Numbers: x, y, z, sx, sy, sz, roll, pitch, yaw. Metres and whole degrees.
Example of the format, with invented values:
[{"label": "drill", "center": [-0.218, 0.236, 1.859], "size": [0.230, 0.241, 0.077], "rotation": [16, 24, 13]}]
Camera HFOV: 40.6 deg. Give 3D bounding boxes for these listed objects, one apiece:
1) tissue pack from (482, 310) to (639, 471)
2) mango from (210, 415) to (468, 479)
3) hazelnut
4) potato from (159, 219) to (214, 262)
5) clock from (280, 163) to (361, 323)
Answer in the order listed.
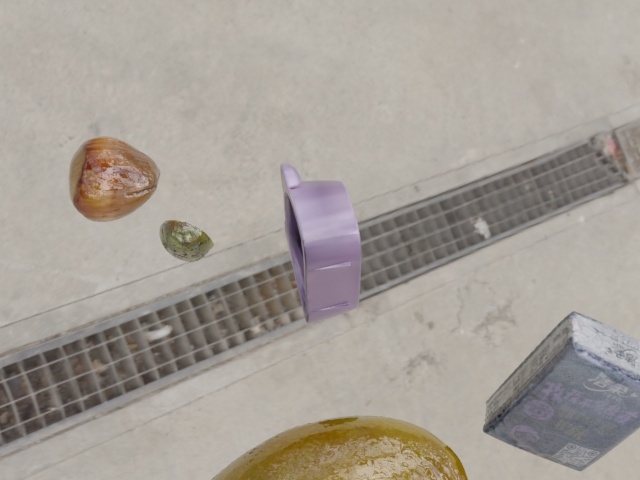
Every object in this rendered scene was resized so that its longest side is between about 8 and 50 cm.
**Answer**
[{"label": "tissue pack", "center": [0.233, 0.142, 0.779], "size": [0.112, 0.156, 0.051], "rotation": [23, 45, -6]}, {"label": "mango", "center": [-0.011, 0.191, 0.548], "size": [0.227, 0.099, 0.136], "rotation": [-24, 90, -7]}, {"label": "hazelnut", "center": [-0.340, -0.096, 1.419], "size": [0.150, 0.150, 0.150], "rotation": [10, 70, -31]}, {"label": "potato", "center": [-0.294, 0.011, 1.843], "size": [0.119, 0.198, 0.054], "rotation": [22, 72, -16]}, {"label": "clock", "center": [0.000, 0.000, 0.789], "size": [0.050, 0.153, 0.110], "rotation": [-11, 58, -7]}]
